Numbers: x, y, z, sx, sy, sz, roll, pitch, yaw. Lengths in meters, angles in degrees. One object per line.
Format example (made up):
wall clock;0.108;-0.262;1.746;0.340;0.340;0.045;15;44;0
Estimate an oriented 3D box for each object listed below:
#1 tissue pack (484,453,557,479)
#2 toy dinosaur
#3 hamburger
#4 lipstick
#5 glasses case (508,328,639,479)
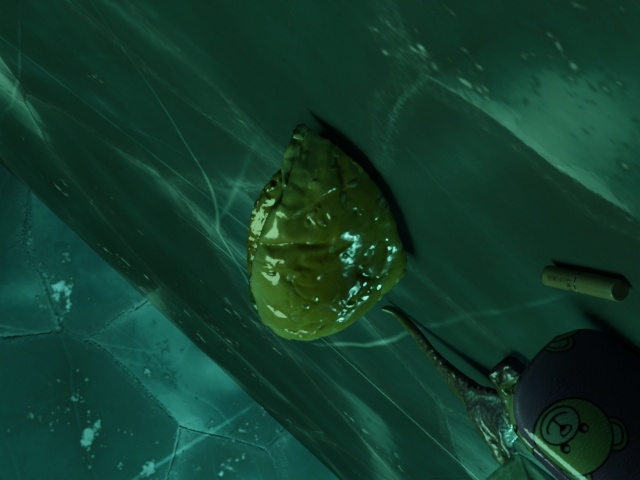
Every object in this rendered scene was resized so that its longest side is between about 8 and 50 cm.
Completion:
tissue pack;0.251;0.310;1.278;0.177;0.089;0.263;45;179;36
toy dinosaur;0.183;0.169;1.537;0.199;0.072;0.251;59;173;-21
hamburger;0.000;0.000;1.336;0.135;0.155;0.207;33;157;16
lipstick;0.210;0.034;1.109;0.019;0.019;0.094;48;165;-22
glasses case;0.297;0.205;1.167;0.316;0.123;0.076;41;160;2
